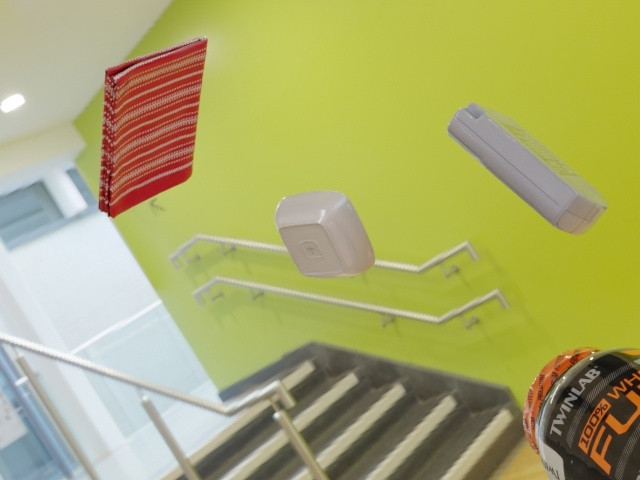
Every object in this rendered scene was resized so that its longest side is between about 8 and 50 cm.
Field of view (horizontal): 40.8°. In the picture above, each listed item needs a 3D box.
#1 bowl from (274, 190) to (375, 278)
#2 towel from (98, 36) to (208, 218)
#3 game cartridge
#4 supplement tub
[{"bbox_3d":[0.000,0.000,1.283,0.142,0.142,0.053,-5,32,39],"label":"bowl"},{"bbox_3d":[-0.263,-0.175,1.362,0.199,0.031,0.275,-33,-31,-41],"label":"towel"},{"bbox_3d":[0.273,-0.088,1.091,0.060,0.196,0.294,-55,-16,16],"label":"game cartridge"},{"bbox_3d":[0.384,0.243,0.948,0.207,0.207,0.338,-32,19,-12],"label":"supplement tub"}]
